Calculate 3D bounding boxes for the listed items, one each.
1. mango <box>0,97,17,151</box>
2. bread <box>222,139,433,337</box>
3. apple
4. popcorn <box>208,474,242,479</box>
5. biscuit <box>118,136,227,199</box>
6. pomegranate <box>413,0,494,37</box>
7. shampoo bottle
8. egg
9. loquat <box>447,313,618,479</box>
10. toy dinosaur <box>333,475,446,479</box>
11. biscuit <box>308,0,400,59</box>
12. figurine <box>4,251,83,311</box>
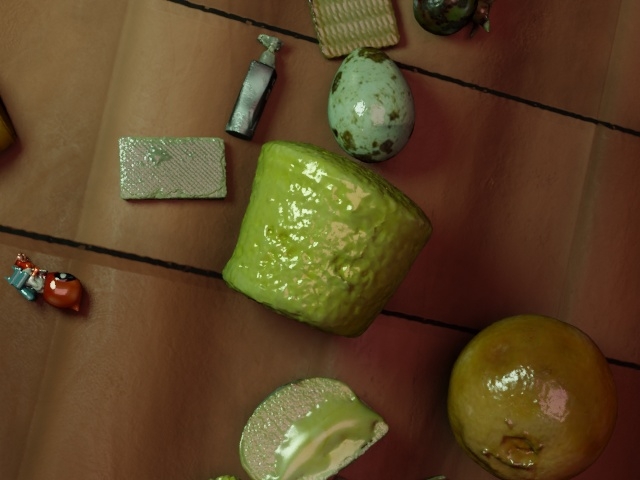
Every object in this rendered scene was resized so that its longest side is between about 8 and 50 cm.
[{"bbox_3d":[-0.650,-0.241,1.488,0.166,0.136,0.236,-24,89,-10],"label":"mango"},{"bbox_3d":[0.000,0.000,1.544,0.348,0.348,0.307,29,88,-11],"label":"bread"},{"bbox_3d":[-0.031,0.365,1.635,0.265,0.120,0.193,-34,83,-15],"label":"apple"},{"bbox_3d":[-0.171,0.504,1.588,0.135,0.142,0.162,-34,123,-49],"label":"popcorn"},{"bbox_3d":[-0.278,-0.136,1.625,0.200,0.040,0.121,-2,87,-13],"label":"biscuit"},{"bbox_3d":[0.262,-0.476,1.729,0.169,0.148,0.148,28,81,-42],"label":"pomegranate"},{"bbox_3d":[-0.125,-0.297,1.658,0.064,0.057,0.207,21,82,-5],"label":"shampoo bottle"},{"bbox_3d":[0.096,-0.262,1.655,0.169,0.169,0.231,-4,81,-14],"label":"egg"},{"bbox_3d":[0.402,0.302,1.642,0.329,0.328,0.328,0,88,-14],"label":"loquat"},{"bbox_3d":[0.111,0.535,1.699,0.200,0.072,0.251,36,68,-21],"label":"toy dinosaur"},{"bbox_3d":[0.052,-0.499,1.722,0.172,0.029,0.254,-14,92,-13],"label":"biscuit"},{"bbox_3d":[-0.493,0.082,1.550,0.140,0.068,0.075,28,80,-10],"label":"figurine"}]
